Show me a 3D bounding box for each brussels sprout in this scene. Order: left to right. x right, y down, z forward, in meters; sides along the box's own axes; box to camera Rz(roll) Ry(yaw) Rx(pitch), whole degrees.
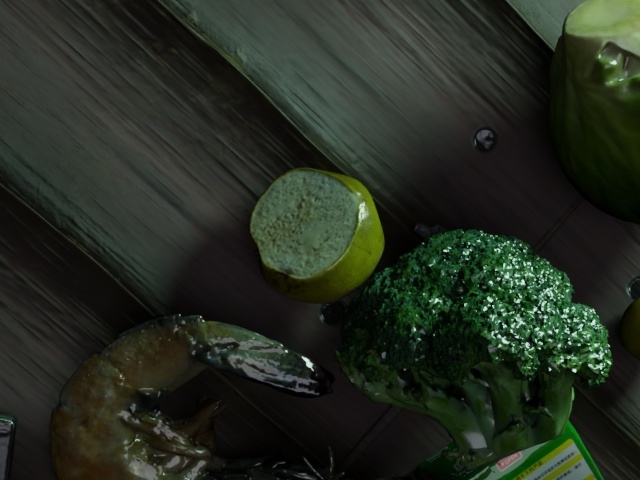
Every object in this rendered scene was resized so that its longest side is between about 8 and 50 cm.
[{"bbox_3d":[0.342,-0.135,1.675,0.210,0.219,0.271,-37,119,-9],"label":"brussels sprout"}]

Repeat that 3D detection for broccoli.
[{"bbox_3d":[0.148,0.114,1.640,0.265,0.294,0.245,-26,92,-36],"label":"broccoli"}]

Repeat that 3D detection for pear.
[{"bbox_3d":[0.000,0.000,1.679,0.141,0.104,0.141,-6,67,14],"label":"pear"}]

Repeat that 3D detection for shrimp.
[{"bbox_3d":[-0.057,0.210,1.667,0.445,0.085,0.272,8,109,1],"label":"shrimp"}]

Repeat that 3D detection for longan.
[{"bbox_3d":[0.370,0.096,1.787,0.075,0.083,0.075,14,57,-23],"label":"longan"}]

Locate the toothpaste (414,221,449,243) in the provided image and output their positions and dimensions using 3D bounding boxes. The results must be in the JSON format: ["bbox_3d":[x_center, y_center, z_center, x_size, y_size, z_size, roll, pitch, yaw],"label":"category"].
[{"bbox_3d":[0.173,0.027,1.761,0.170,0.028,0.045,31,85,-16],"label":"toothpaste"}]

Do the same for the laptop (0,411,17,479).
[{"bbox_3d":[-0.402,0.273,1.668,0.154,0.026,0.207,8,96,-14],"label":"laptop"}]

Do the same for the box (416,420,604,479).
[{"bbox_3d":[0.238,0.312,1.777,0.180,0.103,0.250,-33,105,-6],"label":"box"}]
